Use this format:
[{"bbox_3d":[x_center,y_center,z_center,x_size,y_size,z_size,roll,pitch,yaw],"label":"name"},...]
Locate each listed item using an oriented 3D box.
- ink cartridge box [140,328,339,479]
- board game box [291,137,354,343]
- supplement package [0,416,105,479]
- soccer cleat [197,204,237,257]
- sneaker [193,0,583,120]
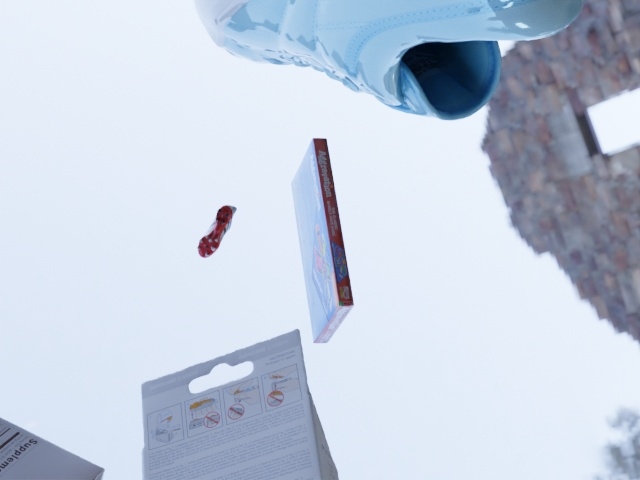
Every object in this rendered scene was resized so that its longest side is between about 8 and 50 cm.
[{"bbox_3d":[-0.079,0.211,1.138,0.056,0.181,0.224,60,-165,-45],"label":"ink cartridge box"},{"bbox_3d":[0.000,0.000,1.833,0.027,0.145,0.281,-1,-116,-16],"label":"board game box"},{"bbox_3d":[-0.435,0.320,1.437,0.175,0.293,0.177,-44,-27,-57],"label":"supplement package"},{"bbox_3d":[-0.136,-0.012,1.595,0.029,0.083,0.035,33,-159,14],"label":"soccer cleat"},{"bbox_3d":[0.026,-0.128,0.706,0.135,0.366,0.150,-26,-85,-16],"label":"sneaker"}]
